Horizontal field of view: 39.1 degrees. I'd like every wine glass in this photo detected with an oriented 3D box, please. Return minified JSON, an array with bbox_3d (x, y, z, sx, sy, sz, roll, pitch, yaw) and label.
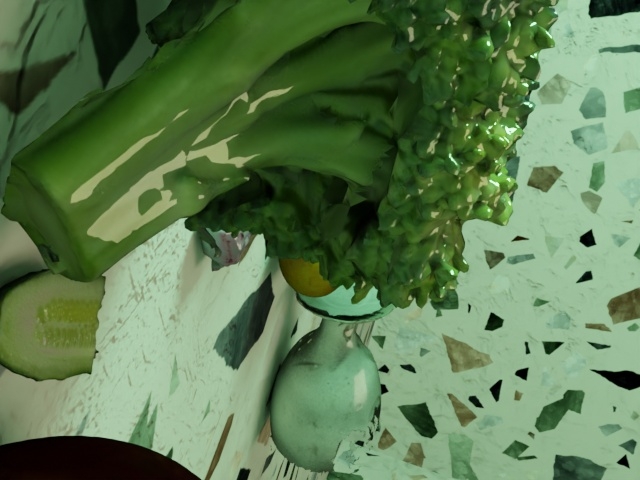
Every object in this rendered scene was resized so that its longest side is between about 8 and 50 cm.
[{"bbox_3d":[0.019,0.205,1.457,0.190,0.191,0.357,-58,158,-57],"label":"wine glass"}]

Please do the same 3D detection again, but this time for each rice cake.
[{"bbox_3d":[-0.049,-0.073,0.936,0.290,0.051,0.081,-62,165,-47],"label":"rice cake"}]

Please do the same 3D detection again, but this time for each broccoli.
[{"bbox_3d":[0.004,-0.079,0.498,0.302,0.249,0.375,-65,-168,-20],"label":"broccoli"}]

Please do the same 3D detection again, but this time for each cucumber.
[{"bbox_3d":[-0.167,0.046,0.524,0.107,0.035,0.067,25,73,-73],"label":"cucumber"}]

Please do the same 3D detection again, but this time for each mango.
[{"bbox_3d":[0.000,0.000,1.226,0.227,0.099,0.136,-68,169,-76],"label":"mango"}]

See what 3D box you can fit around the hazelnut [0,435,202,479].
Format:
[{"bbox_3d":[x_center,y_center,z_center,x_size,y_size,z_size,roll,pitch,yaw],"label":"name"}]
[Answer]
[{"bbox_3d":[-0.130,0.216,0.527,0.208,0.208,0.208,18,90,-81],"label":"hazelnut"}]
